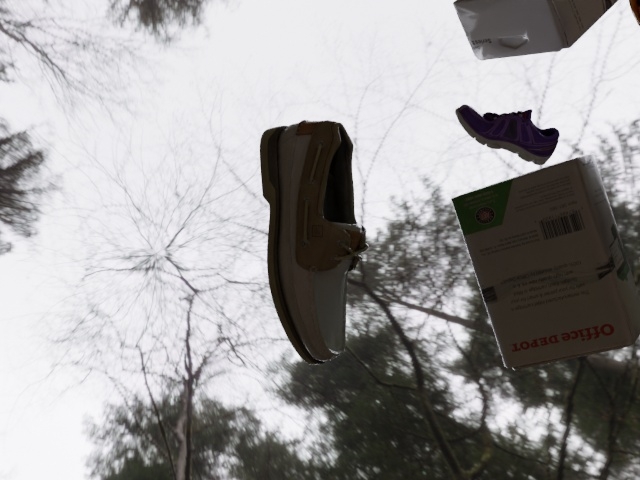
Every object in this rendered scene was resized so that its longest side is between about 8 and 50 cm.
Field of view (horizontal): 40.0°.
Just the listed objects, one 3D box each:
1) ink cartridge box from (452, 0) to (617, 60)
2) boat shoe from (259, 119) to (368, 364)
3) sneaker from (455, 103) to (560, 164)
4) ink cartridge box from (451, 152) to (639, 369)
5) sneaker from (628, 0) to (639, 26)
[{"bbox_3d":[0.386,-0.423,1.459,0.273,0.198,0.114,-43,-63,-27],"label":"ink cartridge box"},{"bbox_3d":[0.000,0.000,1.076,0.103,0.113,0.302,-10,-91,25],"label":"boat shoe"},{"bbox_3d":[0.285,-0.177,1.337,0.170,0.068,0.071,18,-58,-13],"label":"sneaker"},{"bbox_3d":[0.272,0.026,1.041,0.160,0.092,0.219,-17,-90,32],"label":"ink cartridge box"},{"bbox_3d":[0.492,-0.327,1.264,0.083,0.084,0.215,-52,-59,-20],"label":"sneaker"}]
